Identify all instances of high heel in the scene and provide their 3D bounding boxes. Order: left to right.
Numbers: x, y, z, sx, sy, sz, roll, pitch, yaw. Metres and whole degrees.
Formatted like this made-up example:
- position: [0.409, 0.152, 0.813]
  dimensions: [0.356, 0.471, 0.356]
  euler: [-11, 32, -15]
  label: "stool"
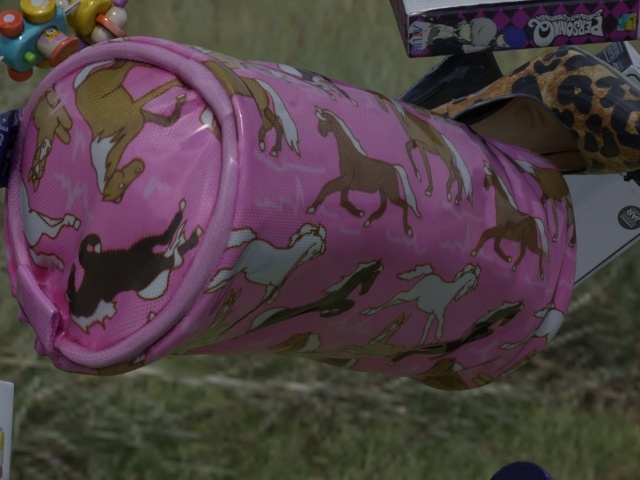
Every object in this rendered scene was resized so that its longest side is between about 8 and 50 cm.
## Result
- position: [0.104, -0.043, 1.108]
  dimensions: [0.186, 0.093, 0.261]
  euler: [-42, 30, -14]
  label: "high heel"

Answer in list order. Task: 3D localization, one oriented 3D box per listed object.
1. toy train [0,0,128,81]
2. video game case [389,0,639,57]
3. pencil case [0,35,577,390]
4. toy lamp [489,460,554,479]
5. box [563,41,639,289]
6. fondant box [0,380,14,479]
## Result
- position: [-0.184, -0.125, 1.253]
  dimensions: [0.046, 0.125, 0.166]
  euler: [33, 20, 22]
  label: "toy train"
- position: [0.148, -0.212, 1.236]
  dimensions: [0.210, 0.042, 0.232]
  euler: [-6, 36, -5]
  label: "video game case"
- position: [0.000, 0.000, 0.920]
  dimensions: [0.167, 0.160, 0.386]
  euler: [-2, -6, 34]
  label: "pencil case"
- position: [0.233, 0.230, 1.264]
  dimensions: [0.274, 0.080, 0.080]
  euler: [26, 3, -39]
  label: "toy lamp"
- position: [0.259, -0.054, 1.788]
  dimensions: [0.169, 0.290, 0.087]
  euler: [45, 20, -20]
  label: "box"
- position: [-0.412, 0.282, 1.591]
  dimensions: [0.096, 0.330, 0.238]
  euler: [-8, -16, 36]
  label: "fondant box"
